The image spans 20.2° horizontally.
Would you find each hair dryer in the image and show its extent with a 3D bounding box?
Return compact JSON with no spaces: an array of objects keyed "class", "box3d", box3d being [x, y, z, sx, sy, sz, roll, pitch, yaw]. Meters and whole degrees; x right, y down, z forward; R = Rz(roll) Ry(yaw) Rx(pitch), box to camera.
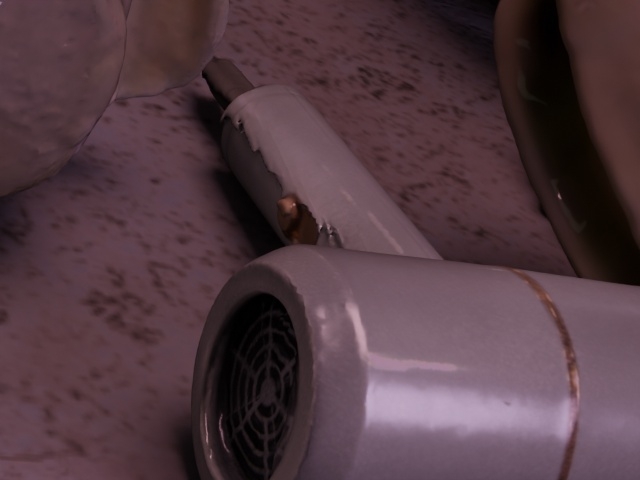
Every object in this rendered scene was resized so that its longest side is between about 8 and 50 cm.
[{"class":"hair dryer","box3d":[0.000,0.000,0.743,0.173,0.108,0.357,10,24,-30]}]

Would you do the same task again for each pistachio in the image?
[{"class":"pistachio","box3d":[0.206,-0.014,0.765,0.226,0.208,0.332,-43,100,-29]}]

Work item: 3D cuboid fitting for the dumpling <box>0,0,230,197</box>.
[{"class":"dumpling","box3d":[-0.146,-0.114,0.649,0.175,0.227,0.243,31,36,11]}]
